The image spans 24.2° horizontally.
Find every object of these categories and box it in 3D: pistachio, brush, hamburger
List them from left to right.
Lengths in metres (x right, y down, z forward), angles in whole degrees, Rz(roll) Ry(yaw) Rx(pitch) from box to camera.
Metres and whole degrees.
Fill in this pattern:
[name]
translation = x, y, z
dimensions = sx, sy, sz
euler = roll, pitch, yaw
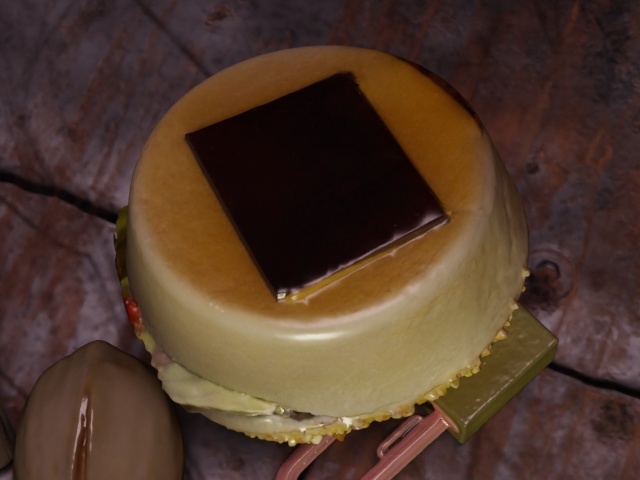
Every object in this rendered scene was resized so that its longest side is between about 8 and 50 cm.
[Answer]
[pistachio]
translation = -0.155, 0.164, 1.036
dimensions = 0.124, 0.124, 0.185
euler = -3, 71, -3
[hamburger]
translation = 0.000, 0.000, 1.056
dimensions = 0.302, 0.170, 0.302
euler = -4, 53, 5
[brush]
translation = 0.059, 0.122, 1.099
dimensions = 0.233, 0.047, 0.103
euler = -42, 74, -15

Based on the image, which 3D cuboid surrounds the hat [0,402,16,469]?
[hat]
translation = -0.279, 0.094, 1.096
dimensions = 0.147, 0.085, 0.175
euler = -27, 93, 21
